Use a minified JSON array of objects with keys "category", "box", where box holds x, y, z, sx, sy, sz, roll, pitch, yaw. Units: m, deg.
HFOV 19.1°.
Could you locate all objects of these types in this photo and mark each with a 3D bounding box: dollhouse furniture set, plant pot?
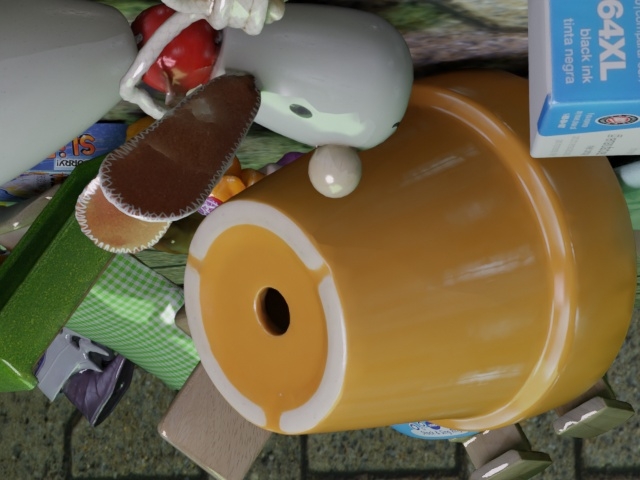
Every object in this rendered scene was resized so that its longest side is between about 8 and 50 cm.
[{"category":"dollhouse furniture set","box":[0.185,0.042,1.445,0.242,0.212,0.161,-33,161,17]},{"category":"plant pot","box":[0.036,0.021,1.045,0.188,0.205,0.205,-17,-174,-42]},{"category":"dollhouse furniture set","box":[-0.145,0.073,1.240,0.197,0.151,0.301,39,160,-17]}]

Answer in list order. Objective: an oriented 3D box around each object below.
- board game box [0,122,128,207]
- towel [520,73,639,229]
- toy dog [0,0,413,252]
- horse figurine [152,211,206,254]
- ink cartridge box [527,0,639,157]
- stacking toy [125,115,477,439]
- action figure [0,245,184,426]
[{"category":"board game box","box":[-0.210,-0.049,1.318,0.136,0.035,0.201,0,173,-11]},{"category":"towel","box":[0.288,-0.056,1.132,0.321,0.090,0.374,5,172,-37]},{"category":"toy dog","box":[-0.125,-0.038,0.881,0.334,0.161,0.220,-2,174,5]},{"category":"horse figurine","box":[-0.056,-0.016,1.515,0.263,0.066,0.174,4,165,-19]},{"category":"ink cartridge box","box":[0.196,-0.089,0.832,0.203,0.085,0.148,-1,173,4]},{"category":"stacking toy","box":[0.000,0.000,1.260,0.302,0.165,0.175,29,159,-23]},{"category":"action figure","box":[-0.254,0.025,1.482,0.285,0.099,0.185,27,-147,12]}]
